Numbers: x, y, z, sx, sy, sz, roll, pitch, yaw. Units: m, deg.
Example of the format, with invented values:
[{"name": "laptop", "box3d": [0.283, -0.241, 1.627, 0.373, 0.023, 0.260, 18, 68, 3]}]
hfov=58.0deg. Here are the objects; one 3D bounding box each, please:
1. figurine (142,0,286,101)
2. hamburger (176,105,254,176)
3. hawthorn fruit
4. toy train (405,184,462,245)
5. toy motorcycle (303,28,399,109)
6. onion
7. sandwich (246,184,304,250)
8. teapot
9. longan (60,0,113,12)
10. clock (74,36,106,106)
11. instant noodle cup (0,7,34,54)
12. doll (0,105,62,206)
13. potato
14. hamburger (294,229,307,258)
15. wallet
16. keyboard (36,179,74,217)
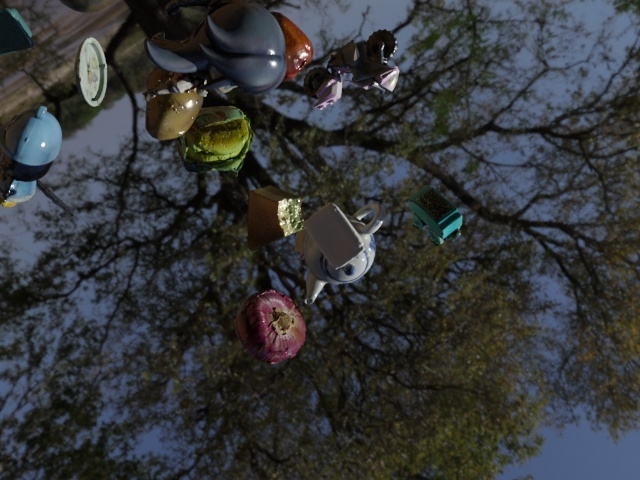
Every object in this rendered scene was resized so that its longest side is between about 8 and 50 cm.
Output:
[{"name": "figurine", "box3d": [-0.195, -0.336, 1.042, 0.265, 0.196, 0.175, -3, -132, -10]}, {"name": "hamburger", "box3d": [-0.283, -0.273, 1.581, 0.214, 0.125, 0.235, -12, -126, -15]}, {"name": "hawthorn fruit", "box3d": [-0.112, -0.526, 1.585, 0.174, 0.179, 0.173, -15, -119, 29]}, {"name": "toy train", "box3d": [0.390, -0.086, 1.971, 0.112, 0.163, 0.203, -38, -120, -11]}, {"name": "toy motorcycle", "box3d": [0.107, -0.508, 1.797, 0.327, 0.187, 0.143, -25, 174, 20]}, {"name": "onion", "box3d": [-0.163, 0.264, 1.726, 0.163, 0.230, 0.230, -30, -158, 36]}, {"name": "sandwich", "box3d": [-0.146, -0.049, 1.887, 0.186, 0.219, 0.108, 26, -148, 38]}, {"name": "teapot", "box3d": [0.073, 0.043, 1.988, 0.424, 0.252, 0.280, -50, -155, 13]}, {"name": "longan", "box3d": [-0.812, -0.946, 2.002, 0.300, 0.300, 0.243, -35, 177, -1]}, {"name": "clock", "box3d": [-0.816, -0.590, 2.029, 0.054, 0.236, 0.236, 3, -149, 2]}, {"name": "instant noodle cup", "box3d": [-1.143, -0.770, 2.102, 0.179, 0.157, 0.070, -5, -134, 17]}, {"name": "doll", "box3d": [-0.763, -0.222, 1.490, 0.314, 0.141, 0.177, -49, -153, 29]}, {"name": "potato", "box3d": [-0.333, -0.311, 1.311, 0.137, 0.175, 0.137, 10, -149, -6]}, {"name": "hamburger", "box3d": [0.000, 0.000, 2.572, 0.227, 0.151, 0.295, -14, -178, 10]}, {"name": "wallet", "box3d": [0.042, -0.015, 1.743, 0.124, 0.182, 0.032, -37, 177, 10]}, {"name": "keyboard", "box3d": [-1.033, -0.165, 2.250, 0.015, 0.196, 0.074, -35, -141, 1]}]
